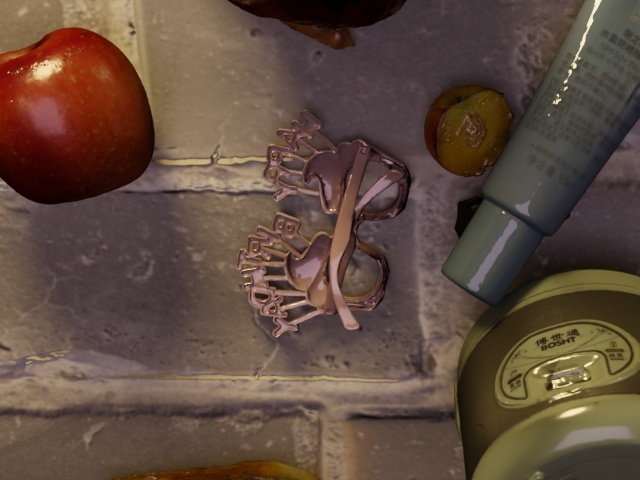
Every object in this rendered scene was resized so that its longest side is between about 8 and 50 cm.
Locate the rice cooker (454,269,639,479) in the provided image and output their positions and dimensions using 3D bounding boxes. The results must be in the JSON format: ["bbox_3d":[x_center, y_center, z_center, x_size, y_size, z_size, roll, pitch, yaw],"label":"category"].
[{"bbox_3d":[0.279,0.190,1.495,0.288,0.277,0.288,1,126,2],"label":"rice cooker"}]

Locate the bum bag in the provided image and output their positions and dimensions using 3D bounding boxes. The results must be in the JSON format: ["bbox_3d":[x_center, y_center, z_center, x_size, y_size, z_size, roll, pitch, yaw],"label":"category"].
[{"bbox_3d":[0.200,-0.030,1.553,0.124,0.034,0.058,-21,105,12],"label":"bum bag"}]

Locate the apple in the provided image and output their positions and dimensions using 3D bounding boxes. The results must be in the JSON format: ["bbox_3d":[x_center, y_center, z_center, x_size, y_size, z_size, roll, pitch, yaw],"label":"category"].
[{"bbox_3d":[-0.263,-0.123,1.491,0.181,0.181,0.168,-14,107,10],"label":"apple"}]

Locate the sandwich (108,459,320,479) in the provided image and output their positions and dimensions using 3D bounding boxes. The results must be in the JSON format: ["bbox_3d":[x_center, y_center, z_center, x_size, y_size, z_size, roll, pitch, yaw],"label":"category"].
[{"bbox_3d":[-0.104,0.401,1.696,0.271,0.099,0.301,-6,105,2],"label":"sandwich"}]

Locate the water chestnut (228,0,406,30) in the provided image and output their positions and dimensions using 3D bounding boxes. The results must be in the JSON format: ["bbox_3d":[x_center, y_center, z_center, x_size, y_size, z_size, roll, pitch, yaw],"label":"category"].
[{"bbox_3d":[-0.004,-0.340,1.367,0.289,0.244,0.289,-2,85,23],"label":"water chestnut"}]

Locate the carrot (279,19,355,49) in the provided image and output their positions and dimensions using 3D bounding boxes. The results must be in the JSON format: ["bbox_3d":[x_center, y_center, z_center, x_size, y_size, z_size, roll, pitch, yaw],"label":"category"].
[{"bbox_3d":[-0.061,-0.273,1.486,0.059,0.059,0.248,-42,103,17],"label":"carrot"}]

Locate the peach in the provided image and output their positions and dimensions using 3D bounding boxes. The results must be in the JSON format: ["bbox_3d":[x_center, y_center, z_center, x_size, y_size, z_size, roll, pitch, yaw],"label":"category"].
[{"bbox_3d":[0.148,-0.116,1.515,0.098,0.061,0.098,-12,123,-20],"label":"peach"}]

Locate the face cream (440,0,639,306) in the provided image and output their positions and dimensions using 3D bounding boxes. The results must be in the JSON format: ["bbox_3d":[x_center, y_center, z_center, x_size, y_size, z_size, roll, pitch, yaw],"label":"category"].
[{"bbox_3d":[0.251,-0.111,1.483,0.136,0.086,0.385,32,93,-6],"label":"face cream"}]

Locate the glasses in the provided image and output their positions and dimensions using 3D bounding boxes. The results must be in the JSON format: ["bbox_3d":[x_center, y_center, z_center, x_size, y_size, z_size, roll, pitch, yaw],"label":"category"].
[{"bbox_3d":[-0.005,-0.003,1.553,0.162,0.095,0.255,16,107,9],"label":"glasses"}]
